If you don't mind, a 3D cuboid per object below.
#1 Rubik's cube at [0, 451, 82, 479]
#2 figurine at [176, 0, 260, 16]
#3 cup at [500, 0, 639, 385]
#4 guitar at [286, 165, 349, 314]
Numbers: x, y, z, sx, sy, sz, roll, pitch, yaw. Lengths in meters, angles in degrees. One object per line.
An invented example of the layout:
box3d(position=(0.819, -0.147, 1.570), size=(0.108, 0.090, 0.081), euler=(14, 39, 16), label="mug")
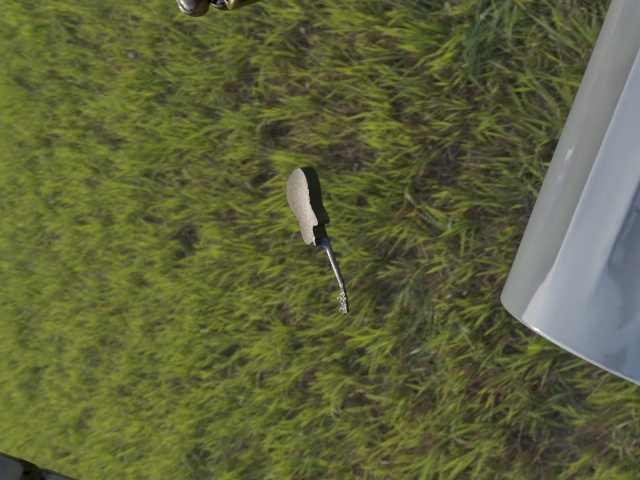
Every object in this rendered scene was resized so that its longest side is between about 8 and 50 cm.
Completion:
box3d(position=(-0.098, 0.247, 0.225), size=(0.237, 0.238, 0.237), euler=(-61, 15, 6), label="Rubik's cube")
box3d(position=(-0.130, -0.464, 0.967), size=(0.186, 0.261, 0.382), euler=(52, 151, 6), label="figurine")
box3d(position=(0.315, -0.065, 0.550), size=(0.237, 0.323, 0.326), euler=(20, 100, 11), label="cup")
box3d(position=(0.000, 0.000, 1.015), size=(0.088, 0.025, 0.233), euler=(-48, 57, 60), label="guitar")
